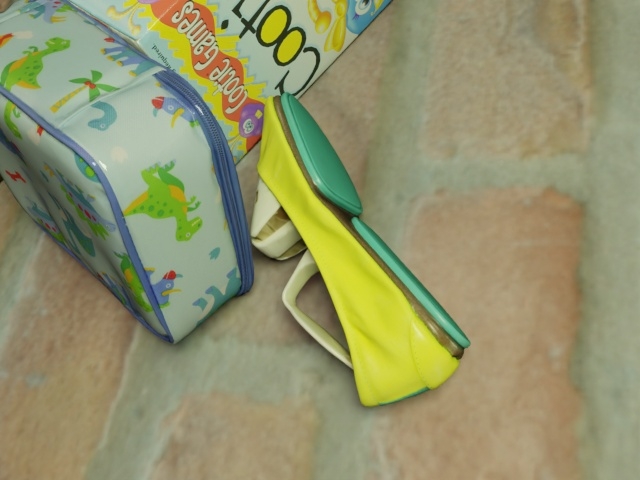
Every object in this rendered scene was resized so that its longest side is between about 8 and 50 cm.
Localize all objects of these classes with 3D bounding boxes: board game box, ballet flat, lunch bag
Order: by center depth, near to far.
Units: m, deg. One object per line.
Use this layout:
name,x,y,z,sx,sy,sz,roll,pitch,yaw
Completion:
ballet flat,0.000,0.000,0.425,0.077,0.077,0.231,-40,57,12
lunch bag,-0.139,-0.046,0.438,0.090,0.176,0.219,-37,52,-27
board game box,-0.044,-0.217,0.518,0.142,0.144,0.275,36,78,32

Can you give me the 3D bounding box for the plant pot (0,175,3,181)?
plant pot,-0.346,-0.125,0.521,0.215,0.230,0.215,-9,59,16
